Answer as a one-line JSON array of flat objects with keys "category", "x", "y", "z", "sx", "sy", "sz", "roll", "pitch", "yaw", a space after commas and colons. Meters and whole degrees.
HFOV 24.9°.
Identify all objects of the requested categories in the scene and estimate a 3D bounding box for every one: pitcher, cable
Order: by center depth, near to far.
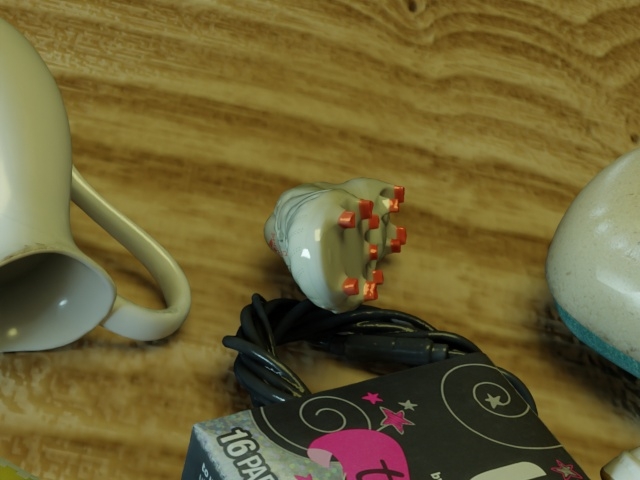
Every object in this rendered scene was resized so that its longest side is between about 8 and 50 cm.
[{"category": "cable", "x": 0.033, "y": 0.078, "z": 0.765, "sx": 0.150, "sy": 0.047, "sz": 0.184, "roll": -19, "pitch": 47, "yaw": -40}, {"category": "pitcher", "x": -0.169, "y": -0.030, "z": 0.786, "sx": 0.178, "sy": 0.125, "sz": 0.207, "roll": 11, "pitch": 41, "yaw": -46}]

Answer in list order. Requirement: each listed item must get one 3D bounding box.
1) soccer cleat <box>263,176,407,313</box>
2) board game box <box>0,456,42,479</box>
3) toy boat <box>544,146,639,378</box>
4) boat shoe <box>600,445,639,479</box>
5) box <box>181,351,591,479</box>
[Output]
[{"category": "soccer cleat", "x": 0.000, "y": 0.000, "z": 0.816, "sx": 0.076, "sy": 0.068, "sz": 0.196, "roll": -1, "pitch": 8, "yaw": 12}, {"category": "board game box", "x": -0.189, "y": 0.153, "z": 0.479, "sx": 0.213, "sy": 0.046, "sz": 0.317, "roll": 29, "pitch": 22, "yaw": -3}, {"category": "toy boat", "x": 0.299, "y": 0.017, "z": 0.898, "sx": 0.267, "sy": 0.148, "sz": 0.318, "roll": 26, "pitch": 43, "yaw": 22}, {"category": "boat shoe", "x": 0.200, "y": 0.112, "z": 0.628, "sx": 0.098, "sy": 0.096, "sz": 0.277, "roll": 55, "pitch": 13, "yaw": 23}, {"category": "box", "x": 0.055, "y": 0.186, "z": 0.524, "sx": 0.142, "sy": 0.163, "sz": 0.247, "roll": -11, "pitch": 44, "yaw": -31}]
